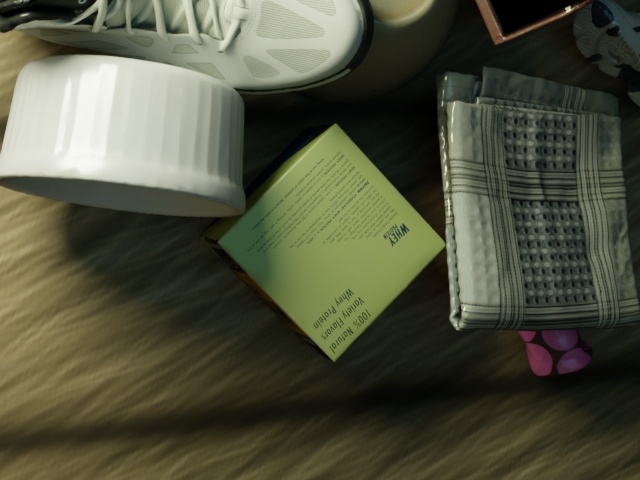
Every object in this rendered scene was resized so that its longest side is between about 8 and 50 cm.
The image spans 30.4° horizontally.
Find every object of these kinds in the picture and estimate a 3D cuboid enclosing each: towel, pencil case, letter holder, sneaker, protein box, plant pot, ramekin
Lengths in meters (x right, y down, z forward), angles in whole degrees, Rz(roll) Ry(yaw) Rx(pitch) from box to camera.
[{"bbox_3d":[0.279,-0.050,1.462,0.312,0.056,0.324,2,79,-32],"label":"towel"},{"bbox_3d":[0.277,0.072,1.532,0.095,0.098,0.209,-17,102,32],"label":"pencil case"},{"bbox_3d":[0.328,-0.372,1.380,0.302,0.214,0.152,-36,105,-45],"label":"letter holder"},{"bbox_3d":[0.425,-0.283,1.526,0.235,0.094,0.153,34,76,-31],"label":"sneaker"},{"bbox_3d":[0.000,0.000,1.428,0.200,0.136,0.201,-46,103,-8],"label":"protein box"},{"bbox_3d":[0.051,-0.307,1.391,0.284,0.191,0.284,-1,94,-14],"label":"plant pot"},{"bbox_3d":[-0.181,-0.234,1.221,0.447,0.257,0.169,10,105,11],"label":"sneaker"},{"bbox_3d":[-0.213,-0.111,1.300,0.277,0.277,0.135,8,84,-15],"label":"ramekin"}]
